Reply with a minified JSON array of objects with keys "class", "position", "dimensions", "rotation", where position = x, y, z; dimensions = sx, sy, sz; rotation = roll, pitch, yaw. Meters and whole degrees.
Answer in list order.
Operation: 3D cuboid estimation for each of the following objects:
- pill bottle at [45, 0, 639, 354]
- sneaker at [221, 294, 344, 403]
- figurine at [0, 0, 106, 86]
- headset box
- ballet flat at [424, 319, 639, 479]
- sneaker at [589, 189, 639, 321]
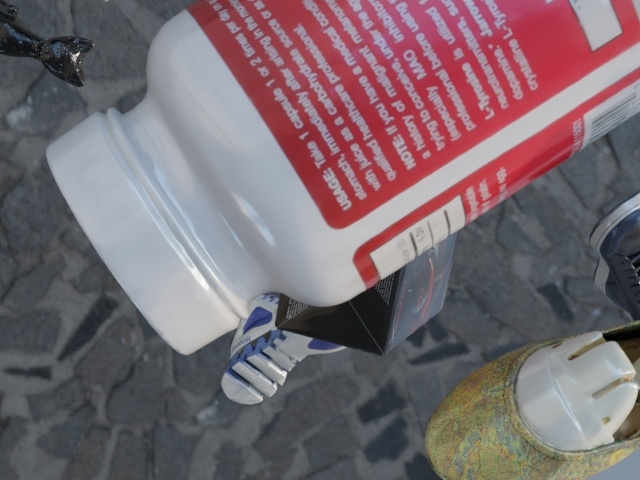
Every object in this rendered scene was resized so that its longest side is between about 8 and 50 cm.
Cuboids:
[{"class":"pill bottle","position":[0.032,-0.102,0.717],"dimensions":[0.407,0.229,0.229],"rotation":[-33,120,-2]},{"class":"sneaker","position":[-0.061,0.149,1.933],"dimensions":[0.315,0.182,0.127],"rotation":[-34,123,14]},{"class":"figurine","position":[-0.408,-0.354,1.513],"dimensions":[0.209,0.092,0.215],"rotation":[24,107,10]},{"class":"headset box","position":[0.071,-0.027,1.031],"dimensions":[0.110,0.293,0.218],"rotation":[14,99,16]},{"class":"ballet flat","position":[0.251,0.111,0.832],"dimensions":[0.348,0.123,0.123],"rotation":[-11,118,-17]},{"class":"sneaker","position":[0.365,0.049,1.099],"dimensions":[0.086,0.163,0.226],"rotation":[-36,152,-1]}]
